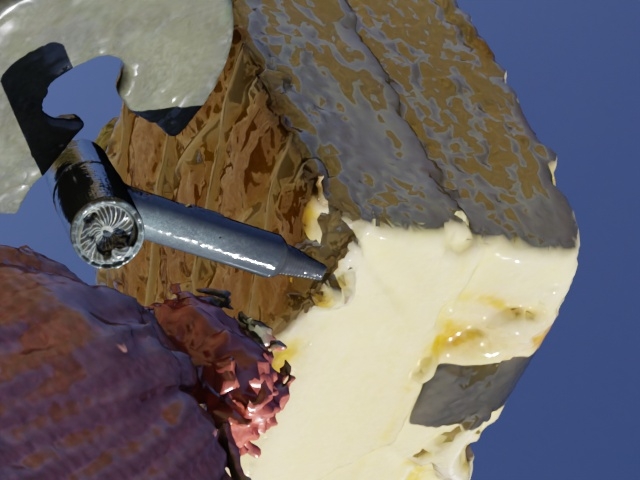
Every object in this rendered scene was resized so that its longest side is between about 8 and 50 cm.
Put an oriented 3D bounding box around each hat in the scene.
[{"bbox_3d":[-0.120,0.071,0.727,0.237,0.286,0.107,45,-63,25],"label":"hat"}]

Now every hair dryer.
[{"bbox_3d":[-0.076,-0.001,1.145,0.173,0.194,0.050,-125,-123,-70],"label":"hair dryer"}]

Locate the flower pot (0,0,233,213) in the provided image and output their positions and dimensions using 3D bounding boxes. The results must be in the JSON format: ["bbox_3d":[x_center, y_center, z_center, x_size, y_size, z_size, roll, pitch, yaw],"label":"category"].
[{"bbox_3d":[-0.210,-0.186,1.162,0.379,0.379,0.251,-45,-120,19],"label":"flower pot"}]

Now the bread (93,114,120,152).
[{"bbox_3d":[-0.126,-0.094,1.824,0.098,0.269,0.087,12,-74,36],"label":"bread"}]

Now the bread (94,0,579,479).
[{"bbox_3d":[0.000,0.000,1.486,0.371,0.279,0.390,61,-35,37],"label":"bread"}]
